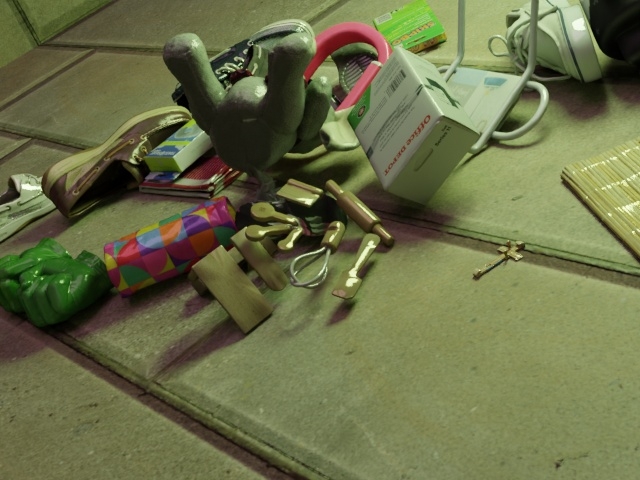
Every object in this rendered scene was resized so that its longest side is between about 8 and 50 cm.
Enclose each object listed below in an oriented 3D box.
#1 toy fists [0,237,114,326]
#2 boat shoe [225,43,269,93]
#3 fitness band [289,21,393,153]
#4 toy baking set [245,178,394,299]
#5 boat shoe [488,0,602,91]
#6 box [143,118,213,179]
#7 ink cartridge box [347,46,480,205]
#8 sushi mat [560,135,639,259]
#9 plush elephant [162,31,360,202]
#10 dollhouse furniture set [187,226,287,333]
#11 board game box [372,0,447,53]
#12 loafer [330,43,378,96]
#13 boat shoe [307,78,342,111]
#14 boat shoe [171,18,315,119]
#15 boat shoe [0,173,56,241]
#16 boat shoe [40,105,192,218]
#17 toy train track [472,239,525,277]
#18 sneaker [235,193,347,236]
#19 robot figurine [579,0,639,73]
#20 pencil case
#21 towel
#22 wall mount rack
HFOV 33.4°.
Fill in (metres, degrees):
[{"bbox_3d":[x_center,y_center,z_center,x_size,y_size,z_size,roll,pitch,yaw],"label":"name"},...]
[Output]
[{"bbox_3d":[-0.476,0.070,1.842,0.142,0.096,0.279,-42,33,-26],"label":"toy fists"},{"bbox_3d":[-0.151,-0.290,2.089,0.112,0.095,0.335,-52,6,33],"label":"boat shoe"},{"bbox_3d":[0.012,-0.286,2.006,0.209,0.054,0.291,31,81,41],"label":"fitness band"},{"bbox_3d":[0.005,-0.003,1.571,0.196,0.030,0.256,-27,50,-30],"label":"toy baking set"},{"bbox_3d":[0.369,-0.338,1.825,0.156,0.136,0.367,-20,25,9],"label":"boat shoe"},{"bbox_3d":[-0.267,-0.186,2.113,0.109,0.042,0.178,4,40,48],"label":"box"},{"bbox_3d":[0.140,-0.177,1.659,0.153,0.086,0.208,-52,36,26],"label":"ink cartridge box"},{"bbox_3d":[0.439,-0.058,1.399,0.151,0.019,0.316,-24,27,1],"label":"sushi mat"},{"bbox_3d":[-0.066,-0.227,1.826,0.271,0.330,0.255,-3,22,27],"label":"plush elephant"},{"bbox_3d":[-0.114,0.068,1.621,0.144,0.123,0.151,-38,-5,-24],"label":"dollhouse furniture set"},{"bbox_3d":[0.188,-0.447,2.271,0.124,0.039,0.259,-23,25,6],"label":"board game box"},{"bbox_3d":[0.082,-0.327,2.093,0.094,0.087,0.251,-28,44,10],"label":"loafer"},{"bbox_3d":[-0.001,-0.279,2.080,0.049,0.040,0.142,-36,51,-27],"label":"boat shoe"},{"bbox_3d":[-0.166,-0.358,2.302,0.340,0.127,0.158,-28,17,14],"label":"boat shoe"},{"bbox_3d":[-0.620,-0.097,2.250,0.277,0.096,0.098,-39,30,-26],"label":"boat shoe"},{"bbox_3d":[-0.390,-0.152,2.168,0.342,0.123,0.123,-30,55,-20],"label":"boat shoe"},{"bbox_3d":[0.237,0.022,1.428,0.083,0.014,0.048,-33,28,-14],"label":"toy train track"},{"bbox_3d":[-0.041,-0.039,1.707,0.178,0.072,0.077,3,-6,15],"label":"sneaker"},{"bbox_3d":[0.500,-0.400,1.713,0.173,0.209,0.278,-11,64,-5],"label":"robot figurine"},{"bbox_3d":[-0.240,0.011,1.748,0.236,0.104,0.104,-22,27,4],"label":"pencil case"},{"bbox_3d":[-0.186,-0.194,2.133,0.237,0.037,0.329,6,40,46],"label":"towel"},{"bbox_3d":[0.253,-0.303,1.784,0.304,0.130,0.350,-57,33,-4],"label":"wall mount rack"}]
